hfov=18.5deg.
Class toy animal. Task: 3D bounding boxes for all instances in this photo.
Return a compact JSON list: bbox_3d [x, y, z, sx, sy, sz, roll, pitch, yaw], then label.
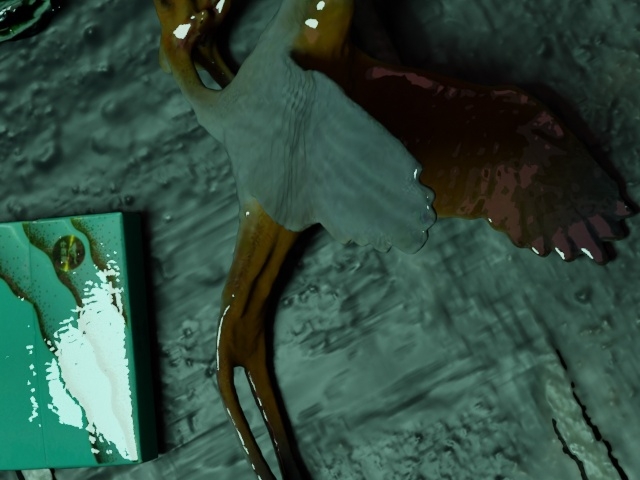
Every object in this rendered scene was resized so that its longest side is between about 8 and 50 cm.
[{"bbox_3d":[-0.012,-0.019,1.200,0.302,0.225,0.284,52,122,22],"label":"toy animal"}]

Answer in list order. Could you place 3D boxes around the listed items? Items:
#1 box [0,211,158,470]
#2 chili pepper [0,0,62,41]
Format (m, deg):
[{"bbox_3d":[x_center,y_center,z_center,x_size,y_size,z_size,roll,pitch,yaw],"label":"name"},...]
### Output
[{"bbox_3d":[-0.221,0.069,1.268,0.226,0.042,0.161,-4,90,15],"label":"box"},{"bbox_3d":[-0.249,-0.231,1.275,0.088,0.059,0.227,-25,79,8],"label":"chili pepper"}]
